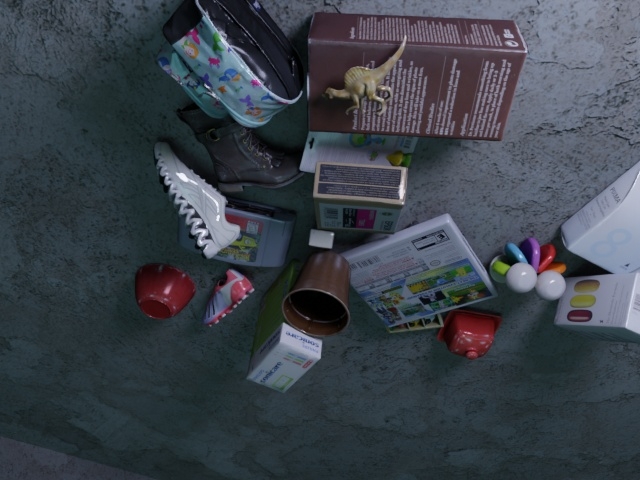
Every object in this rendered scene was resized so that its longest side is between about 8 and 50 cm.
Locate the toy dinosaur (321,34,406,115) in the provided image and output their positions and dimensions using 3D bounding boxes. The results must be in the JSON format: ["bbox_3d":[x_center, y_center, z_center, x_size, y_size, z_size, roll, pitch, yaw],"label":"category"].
[{"bbox_3d":[0.088,-0.270,0.965,0.183,0.053,0.092,-25,124,27],"label":"toy dinosaur"}]

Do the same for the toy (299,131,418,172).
[{"bbox_3d":[0.083,-0.203,1.212,0.237,0.056,0.137,10,123,-11],"label":"toy"}]

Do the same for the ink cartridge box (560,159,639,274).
[{"bbox_3d":[0.801,-0.058,1.241,0.308,0.091,0.385,25,132,-16],"label":"ink cartridge box"}]

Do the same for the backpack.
[{"bbox_3d":[-0.152,-0.333,1.003,0.253,0.225,0.191,40,127,-25],"label":"backpack"}]

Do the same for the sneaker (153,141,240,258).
[{"bbox_3d":[-0.294,-0.105,1.295,0.118,0.110,0.292,-30,98,-15],"label":"sneaker"}]

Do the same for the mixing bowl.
[{"bbox_3d":[-0.464,0.164,1.603,0.181,0.098,0.181,4,135,4],"label":"mixing bowl"}]

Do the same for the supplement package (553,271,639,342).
[{"bbox_3d":[0.719,0.169,1.357,0.133,0.139,0.244,22,167,-12],"label":"supplement package"}]

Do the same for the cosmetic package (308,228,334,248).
[{"bbox_3d":[0.000,0.000,1.383,0.060,0.041,0.115,9,175,0],"label":"cosmetic package"}]

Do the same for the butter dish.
[{"bbox_3d":[0.434,0.290,1.597,0.160,0.118,0.160,10,133,-2],"label":"butter dish"}]

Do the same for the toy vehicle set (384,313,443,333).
[{"bbox_3d":[0.238,0.160,1.554,0.166,0.035,0.267,-11,131,17],"label":"toy vehicle set"}]

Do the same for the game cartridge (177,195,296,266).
[{"bbox_3d":[-0.222,-0.022,1.429,0.294,0.060,0.196,12,138,-4],"label":"game cartridge"}]

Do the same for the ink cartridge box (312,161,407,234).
[{"bbox_3d":[0.085,-0.089,1.232,0.193,0.088,0.235,5,164,4],"label":"ink cartridge box"}]

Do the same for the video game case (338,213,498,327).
[{"bbox_3d":[0.245,0.092,1.429,0.329,0.036,0.300,-22,126,28],"label":"video game case"}]

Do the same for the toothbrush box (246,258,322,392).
[{"bbox_3d":[-0.087,0.228,1.489,0.122,0.283,0.206,26,130,-16],"label":"toothbrush box"}]

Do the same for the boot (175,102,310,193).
[{"bbox_3d":[-0.160,-0.223,1.206,0.263,0.091,0.229,-11,125,10],"label":"boot"}]

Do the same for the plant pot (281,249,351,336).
[{"bbox_3d":[0.002,0.122,1.363,0.167,0.165,0.167,7,131,8],"label":"plant pot"}]

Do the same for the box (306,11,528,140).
[{"bbox_3d":[0.168,-0.309,1.048,0.381,0.143,0.191,3,134,2],"label":"box"}]

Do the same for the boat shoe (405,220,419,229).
[{"bbox_3d":[0.219,0.008,1.408,0.049,0.040,0.142,18,135,-13],"label":"boat shoe"}]

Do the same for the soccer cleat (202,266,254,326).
[{"bbox_3d":[-0.286,0.167,1.611,0.095,0.083,0.248,51,131,1],"label":"soccer cleat"}]

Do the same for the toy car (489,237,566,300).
[{"bbox_3d":[0.521,0.062,1.371,0.182,0.159,0.136,15,99,-7],"label":"toy car"}]
